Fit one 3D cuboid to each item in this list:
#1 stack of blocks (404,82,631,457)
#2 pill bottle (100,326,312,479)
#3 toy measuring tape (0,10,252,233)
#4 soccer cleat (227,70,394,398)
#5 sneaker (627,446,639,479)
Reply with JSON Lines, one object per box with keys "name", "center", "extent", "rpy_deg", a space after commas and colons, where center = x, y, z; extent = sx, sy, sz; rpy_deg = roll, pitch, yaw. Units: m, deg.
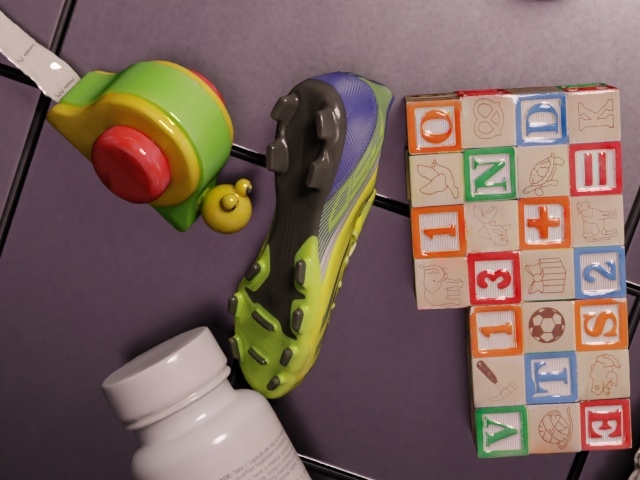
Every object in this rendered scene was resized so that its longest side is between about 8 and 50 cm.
{"name": "stack of blocks", "center": [0.161, 0.024, 1.404], "extent": [0.171, 0.087, 0.297], "rpy_deg": [-4, 98, 2]}
{"name": "pill bottle", "center": [-0.084, 0.195, 1.412], "extent": [0.131, 0.131, 0.229], "rpy_deg": [-28, 97, 5]}
{"name": "toy measuring tape", "center": [-0.175, -0.130, 1.371], "extent": [0.330, 0.121, 0.121], "rpy_deg": [44, 97, -5]}
{"name": "soccer cleat", "center": [0.001, 0.000, 1.403], "extent": [0.093, 0.121, 0.289], "rpy_deg": [29, 117, 36]}
{"name": "sneaker", "center": [0.287, 0.212, 1.435], "extent": [0.262, 0.099, 0.121], "rpy_deg": [-34, 89, -2]}
